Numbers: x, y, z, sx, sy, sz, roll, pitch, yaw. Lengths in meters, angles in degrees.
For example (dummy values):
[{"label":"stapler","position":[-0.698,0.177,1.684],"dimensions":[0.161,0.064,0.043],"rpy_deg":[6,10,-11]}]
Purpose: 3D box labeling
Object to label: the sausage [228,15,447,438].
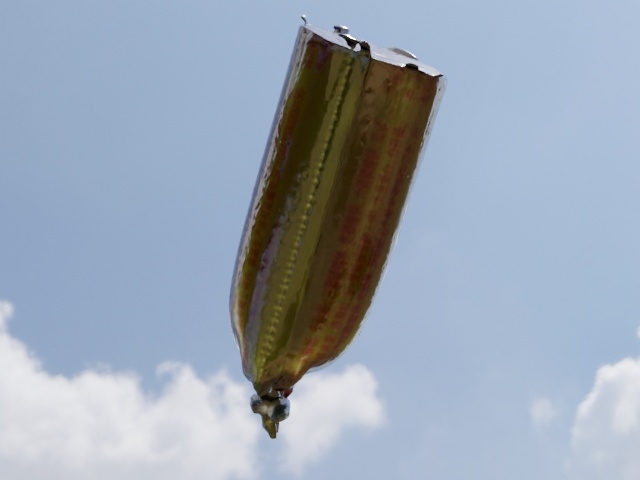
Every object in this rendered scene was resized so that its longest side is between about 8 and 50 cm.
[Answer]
[{"label":"sausage","position":[0.001,0.001,0.943],"dimensions":[0.117,0.125,0.317],"rpy_deg":[14,-82,-11]}]
